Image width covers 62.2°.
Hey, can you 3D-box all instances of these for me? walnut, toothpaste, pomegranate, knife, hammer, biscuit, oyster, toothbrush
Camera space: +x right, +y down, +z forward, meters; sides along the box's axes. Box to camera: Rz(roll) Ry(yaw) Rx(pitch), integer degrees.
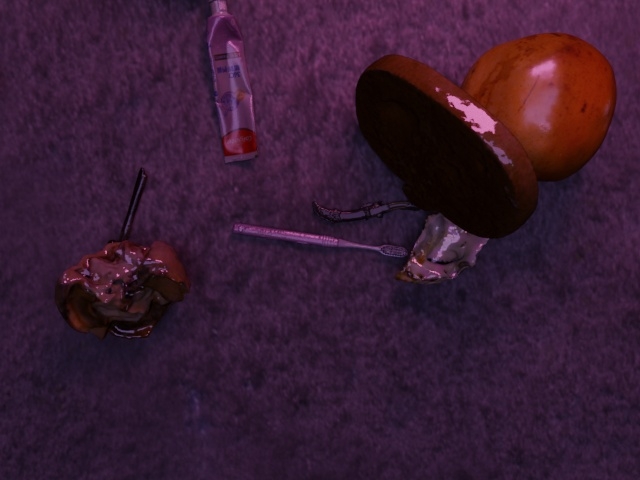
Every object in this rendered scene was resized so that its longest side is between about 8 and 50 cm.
[{"bbox_3d":[-0.370,0.088,1.022,0.238,0.141,0.204,-11,137,-5],"label":"walnut"},{"bbox_3d":[-0.171,-0.300,1.000,0.075,0.048,0.300,-8,102,-2],"label":"toothpaste"},{"bbox_3d":[0.352,-0.213,0.901,0.265,0.264,0.264,0,100,1],"label":"pomegranate"},{"bbox_3d":[0.095,-0.057,1.050,0.222,0.021,0.045,-1,97,2],"label":"knife"},{"bbox_3d":[-0.372,-0.058,1.060,0.065,0.021,0.178,19,97,-3],"label":"hammer"},{"bbox_3d":[0.201,-0.146,0.901,0.063,0.314,0.367,-40,68,-13],"label":"biscuit"},{"bbox_3d":[0.249,0.014,1.042,0.133,0.072,0.209,29,80,2],"label":"oyster"},{"bbox_3d":[0.000,0.000,1.057,0.354,0.029,0.024,8,87,0],"label":"toothbrush"}]
